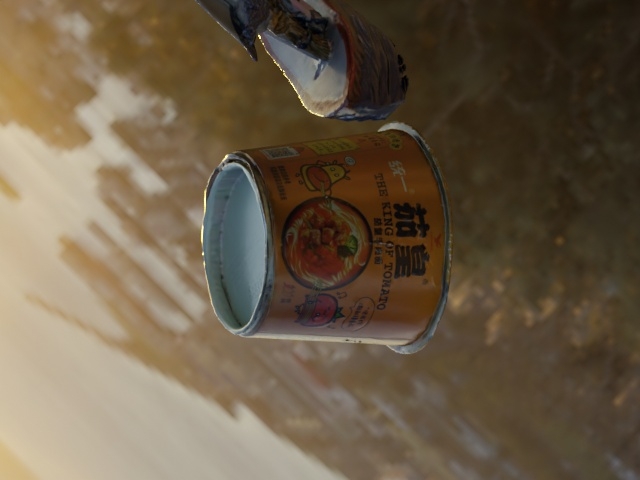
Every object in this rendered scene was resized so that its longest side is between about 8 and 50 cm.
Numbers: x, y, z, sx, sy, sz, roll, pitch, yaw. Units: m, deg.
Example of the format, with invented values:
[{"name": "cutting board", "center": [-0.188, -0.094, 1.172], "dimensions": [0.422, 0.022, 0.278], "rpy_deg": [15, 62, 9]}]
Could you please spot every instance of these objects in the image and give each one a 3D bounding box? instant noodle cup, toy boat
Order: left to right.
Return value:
[{"name": "toy boat", "center": [-0.075, -0.188, 1.417], "dimensions": [0.318, 0.072, 0.219], "rpy_deg": [30, -162, -8]}, {"name": "instant noodle cup", "center": [0.000, 0.000, 1.680], "dimensions": [0.216, 0.172, 0.215], "rpy_deg": [178, 90, -67]}]
